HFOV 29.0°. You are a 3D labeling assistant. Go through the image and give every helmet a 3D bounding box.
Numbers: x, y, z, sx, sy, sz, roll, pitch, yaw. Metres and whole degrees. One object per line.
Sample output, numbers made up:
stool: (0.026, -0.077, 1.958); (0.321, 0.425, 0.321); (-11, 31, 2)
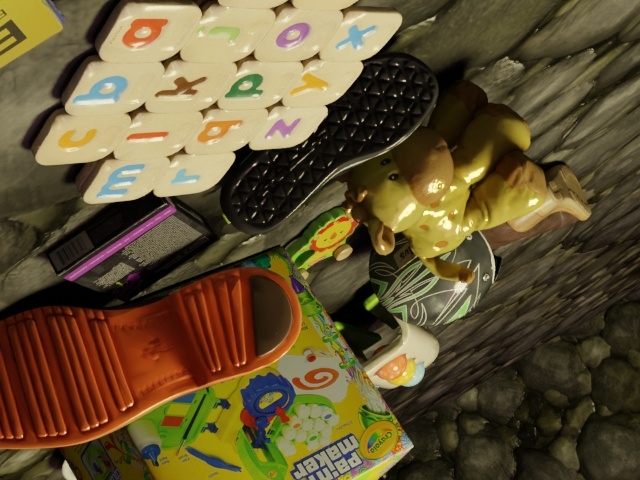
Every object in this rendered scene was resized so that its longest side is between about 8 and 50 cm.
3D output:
helmet: (0.142, 0.029, 1.562); (0.169, 0.169, 0.161); (-41, 179, 22)

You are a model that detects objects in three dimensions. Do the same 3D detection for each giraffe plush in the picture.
giraffe plush: (0.095, -0.061, 1.227); (0.170, 0.181, 0.210); (12, 116, -52)

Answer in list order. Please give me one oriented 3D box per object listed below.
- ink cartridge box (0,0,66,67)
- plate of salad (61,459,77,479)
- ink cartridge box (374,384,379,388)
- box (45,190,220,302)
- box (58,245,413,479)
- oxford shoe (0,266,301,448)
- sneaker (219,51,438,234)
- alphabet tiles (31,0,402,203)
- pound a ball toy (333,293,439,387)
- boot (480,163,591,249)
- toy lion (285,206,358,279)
ink cartridge box: (-0.288, -0.074, 0.619); (0.303, 0.072, 0.307); (-33, 162, -2)
plate of salad: (-0.260, 0.266, 1.674); (0.200, 0.048, 0.200); (-25, 152, -14)
ink cartridge box: (-0.087, 0.277, 1.876); (0.176, 0.069, 0.371); (13, 141, -32)
box: (-0.168, 0.005, 1.138); (0.116, 0.029, 0.162); (-34, 163, 4)
box: (-0.110, 0.200, 1.360); (0.290, 0.279, 0.177); (-21, 159, -37)
oxford shoe: (-0.200, 0.122, 1.187); (0.364, 0.130, 0.133); (-12, 172, -13)
sneaker: (-0.001, -0.094, 1.133); (0.235, 0.084, 0.097); (-34, -172, 5)
alphabet tiles: (-0.074, -0.124, 0.941); (0.278, 0.021, 0.284); (-9, 152, -44)
pound a ball toy: (0.124, 0.135, 1.876); (0.208, 0.136, 0.319); (-35, 164, 6)
boot: (0.282, -0.032, 1.845); (0.207, 0.090, 0.248); (-28, 169, 25)
toy lion: (0.000, 0.000, 1.447); (0.100, 0.034, 0.096); (-29, 156, -14)
